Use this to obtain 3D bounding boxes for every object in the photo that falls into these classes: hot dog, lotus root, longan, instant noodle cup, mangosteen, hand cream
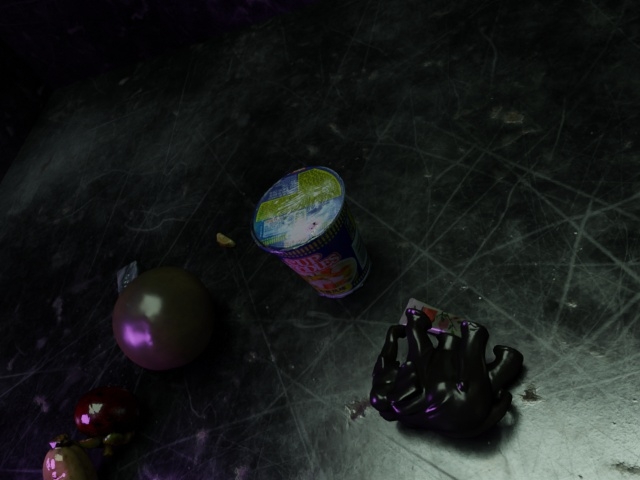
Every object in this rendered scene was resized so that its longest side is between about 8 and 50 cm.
[{"bbox_3d":[-0.332,0.004,1.967,0.090,0.030,0.034,28,74,41],"label":"hot dog"},{"bbox_3d":[-0.686,0.664,1.564,0.140,0.257,0.154,-9,7,-16],"label":"lotus root"},{"bbox_3d":[-0.469,0.228,1.711,0.319,0.319,0.319,-15,50,19],"label":"longan"},{"bbox_3d":[0.000,0.000,1.588,0.284,0.312,0.284,-16,48,19],"label":"instant noodle cup"},{"bbox_3d":[-0.617,0.521,1.644,0.200,0.200,0.200,-15,50,19],"label":"mangosteen"},{"bbox_3d":[0.308,0.208,1.444,0.234,0.050,0.080,14,68,43],"label":"hand cream"}]

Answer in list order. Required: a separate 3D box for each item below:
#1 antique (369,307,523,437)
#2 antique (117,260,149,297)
[{"bbox_3d":[0.269,0.312,1.288,0.322,0.185,0.255,13,62,32],"label":"antique"},{"bbox_3d":[-0.643,0.173,1.977,0.088,0.086,0.183,-31,47,7],"label":"antique"}]
